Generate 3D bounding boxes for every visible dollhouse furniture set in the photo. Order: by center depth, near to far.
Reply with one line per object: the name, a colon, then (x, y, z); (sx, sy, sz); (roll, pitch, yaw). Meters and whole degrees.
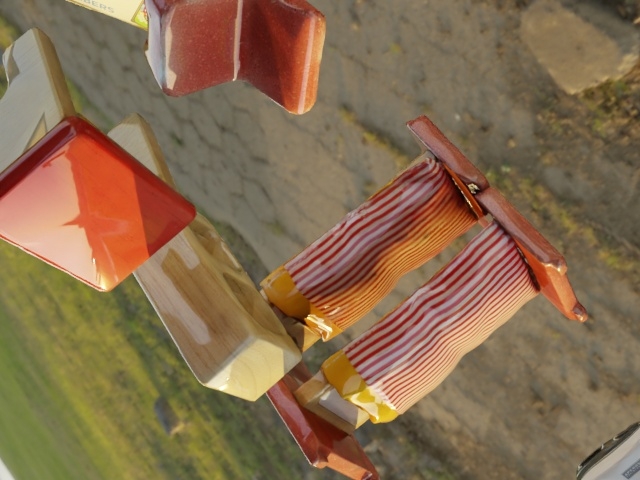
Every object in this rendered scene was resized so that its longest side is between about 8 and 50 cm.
dollhouse furniture set: (0.000, 0.000, 0.545); (0.152, 0.201, 0.374); (52, -175, 31)

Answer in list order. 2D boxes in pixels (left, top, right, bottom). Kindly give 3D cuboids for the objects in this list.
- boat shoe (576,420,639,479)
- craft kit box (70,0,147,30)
boat shoe: (0.272, 0.172, 0.811); (0.049, 0.142, 0.040); (44, -163, -16)
craft kit box: (-0.137, -0.278, 0.682); (0.246, 0.250, 0.061); (21, 156, -7)
